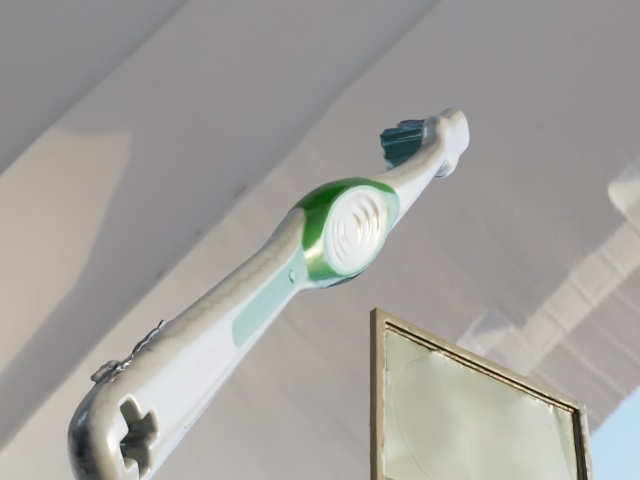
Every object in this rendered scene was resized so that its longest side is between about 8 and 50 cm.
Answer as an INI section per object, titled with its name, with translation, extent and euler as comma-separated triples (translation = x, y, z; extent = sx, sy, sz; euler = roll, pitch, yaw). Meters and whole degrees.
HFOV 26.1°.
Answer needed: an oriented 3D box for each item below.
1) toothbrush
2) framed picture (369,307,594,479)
[toothbrush]
translation = 0.005, -0.001, 0.557
extent = 0.040, 0.418, 0.042
euler = -7, -75, 19
[framed picture]
translation = 0.114, 0.138, 0.941
extent = 0.201, 0.136, 0.010
euler = 26, -45, -28
